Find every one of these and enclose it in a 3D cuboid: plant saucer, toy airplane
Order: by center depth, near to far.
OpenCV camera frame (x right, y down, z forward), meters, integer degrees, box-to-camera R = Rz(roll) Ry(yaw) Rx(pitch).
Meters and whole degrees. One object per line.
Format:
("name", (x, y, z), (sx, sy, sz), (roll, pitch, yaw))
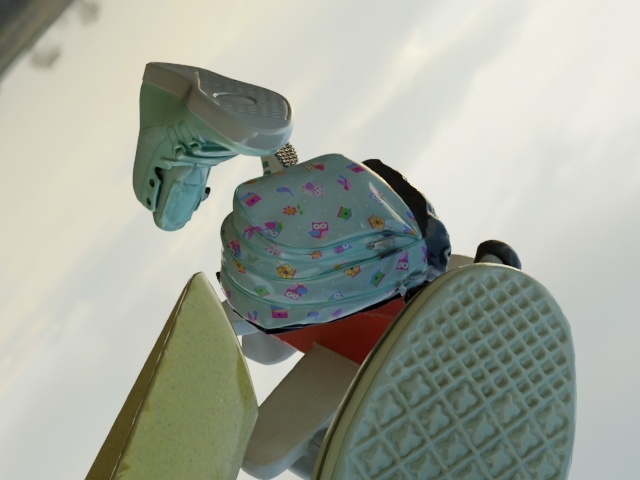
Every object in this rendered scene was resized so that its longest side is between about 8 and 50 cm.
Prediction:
("plant saucer", (-0.140, 0.238, 1.039), (0.333, 0.081, 0.333), (-72, -171, -46))
("toy airplane", (0.064, 0.144, 1.869), (0.386, 0.272, 0.384), (-17, -158, -8))

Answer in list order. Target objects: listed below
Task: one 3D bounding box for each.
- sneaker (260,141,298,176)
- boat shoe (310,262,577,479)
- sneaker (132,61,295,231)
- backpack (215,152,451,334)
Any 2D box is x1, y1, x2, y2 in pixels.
("sneaker", (-0.057, -0.071, 1.983), (0.075, 0.057, 0.161), (-50, -132, 20))
("boat shoe", (0.054, 0.255, 1.208), (0.156, 0.186, 0.500), (-167, -87, -78))
("sneaker", (-0.101, -0.072, 1.483), (0.256, 0.094, 0.151), (30, -66, 60))
("backpack", (0.000, 0.000, 1.324), (0.182, 0.115, 0.152), (-17, -140, -29))
